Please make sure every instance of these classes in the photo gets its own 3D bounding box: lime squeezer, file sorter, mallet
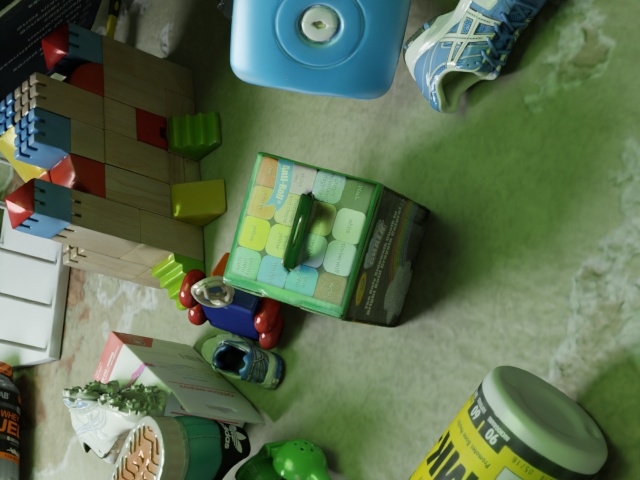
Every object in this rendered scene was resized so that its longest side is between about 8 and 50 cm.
[{"bbox_3d":[-0.038,0.260,1.303,0.310,0.059,0.109,-10,101,47],"label":"lime squeezer"},{"bbox_3d":[-0.485,0.035,1.808,0.193,0.173,0.277,-17,64,46],"label":"file sorter"},{"bbox_3d":[-0.297,-0.316,1.835,0.039,0.062,0.189,-29,41,43],"label":"mallet"}]

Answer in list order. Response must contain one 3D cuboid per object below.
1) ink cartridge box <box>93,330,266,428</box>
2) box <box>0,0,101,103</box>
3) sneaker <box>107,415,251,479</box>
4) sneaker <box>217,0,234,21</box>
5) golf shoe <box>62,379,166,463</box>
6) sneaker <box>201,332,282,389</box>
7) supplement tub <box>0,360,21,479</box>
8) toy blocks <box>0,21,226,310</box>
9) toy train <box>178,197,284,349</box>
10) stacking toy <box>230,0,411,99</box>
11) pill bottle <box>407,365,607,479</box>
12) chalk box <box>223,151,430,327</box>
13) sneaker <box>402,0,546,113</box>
[{"bbox_3d":[-0.160,0.179,1.413,0.198,0.115,0.067,34,105,51],"label":"ink cartridge box"},{"bbox_3d":[-0.525,-0.277,1.543,0.480,0.297,0.472,-45,3,-21],"label":"box"},{"bbox_3d":[-0.172,0.290,1.326,0.302,0.121,0.108,-54,43,40],"label":"sneaker"},{"bbox_3d":[-0.050,-0.278,1.503,0.222,0.083,0.118,62,141,35],"label":"sneaker"},{"bbox_3d":[-0.214,0.198,1.344,0.176,0.069,0.086,-3,96,56],"label":"golf shoe"},{"bbox_3d":[-0.100,0.128,1.408,0.135,0.058,0.052,10,84,52],"label":"sneaker"},{"bbox_3d":[-0.481,0.270,1.758,0.117,0.117,0.190,-29,56,40],"label":"supplement tub"},{"bbox_3d":[-0.283,-0.113,1.554,0.191,0.261,0.381,-31,54,39],"label":"toy blocks"},{"bbox_3d":[-0.078,0.016,1.311,0.248,0.105,0.143,88,-159,-74],"label":"toy train"},{"bbox_3d":[0.003,-0.290,1.364,0.302,0.175,0.165,-87,6,-59],"label":"stacking toy"},{"bbox_3d":[0.134,0.218,1.048,0.208,0.119,0.119,-57,41,18],"label":"pill bottle"},{"bbox_3d":[0.000,0.000,1.188,0.132,0.213,0.132,16,89,23],"label":"chalk box"},{"bbox_3d":[0.168,-0.203,1.211,0.211,0.080,0.081,-44,53,44],"label":"sneaker"}]
